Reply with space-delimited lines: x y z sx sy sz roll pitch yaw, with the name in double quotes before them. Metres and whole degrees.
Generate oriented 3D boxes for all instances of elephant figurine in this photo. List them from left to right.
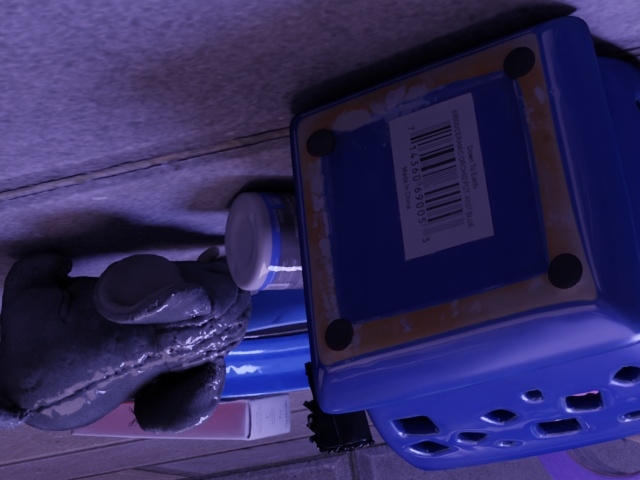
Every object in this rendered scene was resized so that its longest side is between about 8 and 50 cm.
"elephant figurine" -0.135 0.070 0.900 0.239 0.186 0.169 -9 158 14

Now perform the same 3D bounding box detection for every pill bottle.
"pill bottle" 0.000 0.000 0.872 0.137 0.078 0.078 -1 162 -27

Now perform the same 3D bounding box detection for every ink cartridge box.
"ink cartridge box" -0.210 0.230 1.426 0.275 0.060 0.239 -3 175 23

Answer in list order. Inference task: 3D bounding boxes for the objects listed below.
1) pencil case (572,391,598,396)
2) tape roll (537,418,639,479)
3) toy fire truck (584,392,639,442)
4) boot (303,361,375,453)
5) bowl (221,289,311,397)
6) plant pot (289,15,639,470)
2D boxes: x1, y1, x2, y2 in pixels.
"pencil case" 0.271 0.166 1.448 0.385 0.167 0.160 -6 -161 -10
"tape roll" 0.446 0.252 1.611 0.274 0.275 0.090 -20 159 32
"toy fire truck" 0.326 0.148 0.865 0.246 0.159 0.217 -31 157 27
"boot" 0.037 0.167 1.143 0.121 0.099 0.045 -17 163 26
"bowl" -0.023 0.094 1.180 0.390 0.077 0.391 -8 163 -2
"plant pot" 0.113 0.004 0.702 0.235 0.236 0.212 -17 155 26
